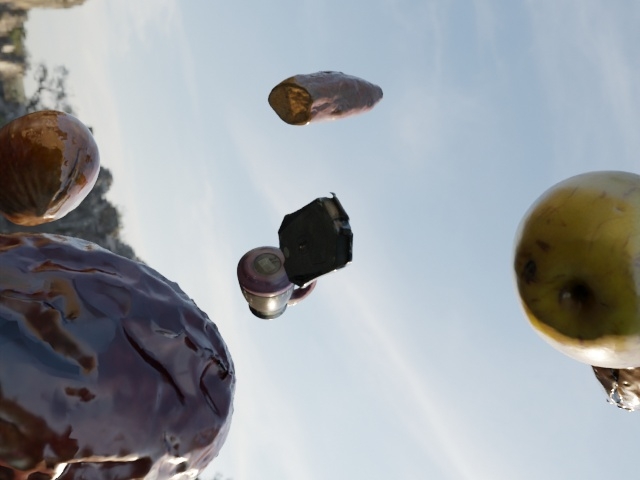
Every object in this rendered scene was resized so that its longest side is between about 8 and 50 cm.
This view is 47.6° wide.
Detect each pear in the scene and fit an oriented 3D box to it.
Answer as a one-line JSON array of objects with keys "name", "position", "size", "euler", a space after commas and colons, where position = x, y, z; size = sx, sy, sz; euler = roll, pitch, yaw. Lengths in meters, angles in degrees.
[{"name": "pear", "position": [0.388, 0.040, 0.978], "size": [0.281, 0.281, 0.280], "euler": [170, -90, -70]}]

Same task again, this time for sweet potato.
[{"name": "sweet potato", "position": [0.020, -0.249, 1.278], "size": [0.097, 0.252, 0.097], "euler": [12, -74, 45]}]

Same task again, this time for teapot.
[{"name": "teapot", "position": [-0.093, 0.083, 1.433], "size": [0.116, 0.148, 0.146], "euler": [41, -32, 28]}]

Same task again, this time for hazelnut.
[{"name": "hazelnut", "position": [-0.370, -0.094, 0.962], "size": [0.150, 0.150, 0.150], "euler": [170, -90, -70]}]

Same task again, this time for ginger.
[{"name": "ginger", "position": [0.538, 0.198, 1.236], "size": [0.172, 0.165, 0.321], "euler": [-114, -175, -51]}]

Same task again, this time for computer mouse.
[{"name": "computer mouse", "position": [0.003, 0.002, 1.171], "size": [0.231, 0.071, 0.126], "euler": [-31, -111, 58]}]

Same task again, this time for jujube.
[{"name": "jujube", "position": [-0.190, 0.086, 0.497], "size": [0.197, 0.290, 0.197], "euler": [-28, -131, 37]}]
